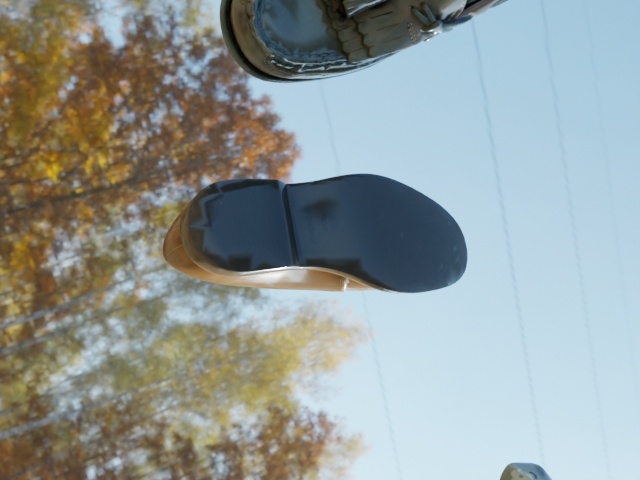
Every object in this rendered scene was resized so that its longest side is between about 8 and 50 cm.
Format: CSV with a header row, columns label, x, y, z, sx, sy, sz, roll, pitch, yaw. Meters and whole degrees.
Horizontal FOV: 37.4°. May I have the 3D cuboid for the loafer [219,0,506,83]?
label,x,y,z,sx,sy,sz,roll,pitch,yaw
loafer,0.071,-0.164,0.529,0.084,0.267,0.096,7,-59,62

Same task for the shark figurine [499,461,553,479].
label,x,y,z,sx,sy,sz,roll,pitch,yaw
shark figurine,0.154,0.301,0.835,0.278,0.166,0.116,-65,-153,18

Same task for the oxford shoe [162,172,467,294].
label,x,y,z,sx,sy,sz,roll,pitch,yaw
oxford shoe,0.000,0.000,0.609,0.076,0.212,0.076,-27,-118,56
